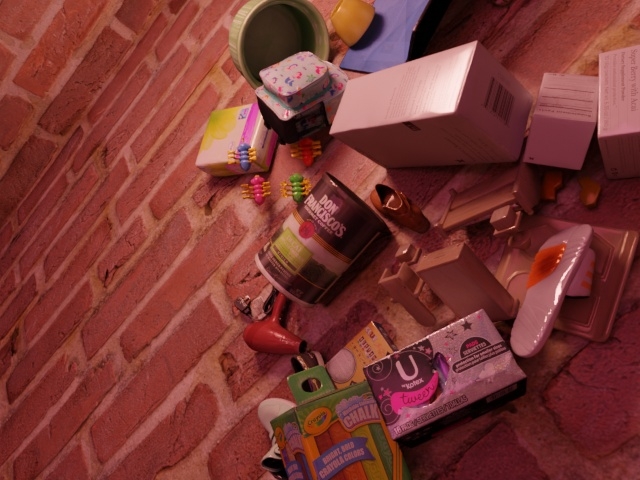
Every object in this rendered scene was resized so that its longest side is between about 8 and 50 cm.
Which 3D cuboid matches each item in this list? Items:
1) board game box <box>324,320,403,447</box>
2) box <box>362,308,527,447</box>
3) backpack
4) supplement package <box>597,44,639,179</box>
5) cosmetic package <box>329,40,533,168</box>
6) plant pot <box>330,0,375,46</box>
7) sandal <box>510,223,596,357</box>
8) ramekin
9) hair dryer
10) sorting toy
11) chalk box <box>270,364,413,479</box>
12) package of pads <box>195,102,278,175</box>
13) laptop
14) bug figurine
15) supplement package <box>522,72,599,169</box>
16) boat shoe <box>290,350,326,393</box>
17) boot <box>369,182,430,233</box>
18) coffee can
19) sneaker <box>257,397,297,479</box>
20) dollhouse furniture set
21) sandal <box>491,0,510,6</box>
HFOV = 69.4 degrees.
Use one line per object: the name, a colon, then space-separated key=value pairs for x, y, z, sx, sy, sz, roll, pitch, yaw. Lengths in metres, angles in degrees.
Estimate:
board game box: x=0.130 y=0.323 z=1.017 sx=0.165 sy=0.042 sz=0.243 roll=-45 pitch=51 yaw=14
box: x=0.229 y=0.258 z=0.854 sx=0.247 sy=0.163 sz=0.142 roll=-29 pitch=55 yaw=6
backpack: x=-0.042 y=-0.422 z=1.335 sx=0.253 sy=0.191 sz=0.225 roll=-26 pitch=51 yaw=-17
supplement package: x=0.640 y=-0.228 z=0.771 sx=0.293 sy=0.175 sz=0.177 roll=-2 pitch=70 yaw=36
cosmetic package: x=0.226 y=-0.273 z=1.023 sx=0.385 sy=0.217 sz=0.156 roll=6 pitch=75 yaw=56
plant pot: x=0.086 y=-0.671 z=1.393 sx=0.134 sy=0.095 sz=0.134 roll=-44 pitch=30 yaw=35
sandal: x=0.419 y=0.096 z=0.817 sx=0.265 sy=0.076 sz=0.102 roll=-61 pitch=13 yaw=-12
ramekin: x=-0.137 y=-0.606 z=1.442 sx=0.303 sy=0.303 sz=0.148 roll=-52 pitch=42 yaw=8
hair dryer: x=-0.125 y=0.195 z=1.238 sx=0.223 sy=0.080 sz=0.293 roll=-45 pitch=52 yaw=13
sorting toy: x=0.472 y=0.018 z=0.892 sx=0.229 sy=0.041 sz=0.307 roll=15 pitch=81 yaw=44
chalk box: x=0.025 y=0.389 z=0.904 sx=0.289 sy=0.180 sz=0.179 roll=67 pitch=150 yaw=19
package of pads: x=-0.276 y=-0.333 z=1.556 sx=0.296 sy=0.101 sz=0.229 roll=3 pitch=72 yaw=38
laptop: x=0.226 y=-0.663 z=1.234 sx=0.236 sy=0.408 sz=0.382 roll=28 pitch=90 yaw=7
bug figurine: x=-0.131 y=-0.212 z=1.374 sx=0.279 sy=0.072 sz=0.216 roll=-3 pitch=80 yaw=5
supplement package: x=0.465 y=-0.234 z=0.891 sx=0.105 sy=0.105 sz=0.179 roll=14 pitch=48 yaw=22
boat shoe: x=-0.012 y=0.366 z=1.073 sx=0.081 sy=0.068 sz=0.228 roll=-62 pitch=38 yaw=40
boot: x=0.162 y=-0.097 z=1.093 sx=0.197 sy=0.152 sz=0.073 roll=36 pitch=95 yaw=40
coffee can: x=0.000 y=0.000 z=1.145 sx=0.275 sy=0.201 sz=0.201 roll=-49 pitch=50 yaw=11
sneaker: x=-0.095 y=0.449 z=1.057 sx=0.256 sy=0.151 sz=0.094 roll=24 pitch=100 yaw=41
dollhouse furniture set: x=0.336 y=-0.007 z=0.989 sx=0.303 sy=0.174 sz=0.355 roll=-26 pitch=23 yaw=48
sandal: x=0.443 y=-0.671 z=1.192 sx=0.072 sy=0.049 sz=0.180 roll=-32 pitch=70 yaw=29
